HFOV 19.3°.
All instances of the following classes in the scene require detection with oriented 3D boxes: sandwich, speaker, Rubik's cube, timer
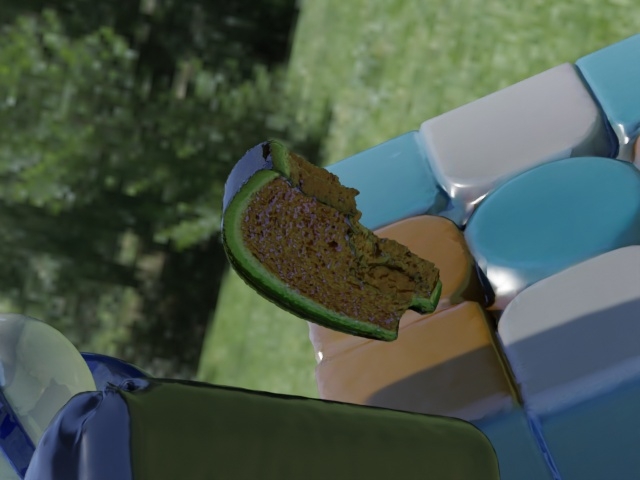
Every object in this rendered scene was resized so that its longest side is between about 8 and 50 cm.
[{"bbox_3d":[-0.002,-0.001,0.757,0.135,0.067,0.029,52,-141,-49],"label":"sandwich"},{"bbox_3d":[-0.039,0.255,0.617,0.184,0.180,0.388,-23,64,43],"label":"speaker"},{"bbox_3d":[0.199,0.111,1.206,0.346,0.344,0.347,-103,-12,-58],"label":"Rubik's cube"},{"bbox_3d":[-0.218,0.171,1.452,0.383,0.270,0.270,75,-158,-63],"label":"timer"}]
